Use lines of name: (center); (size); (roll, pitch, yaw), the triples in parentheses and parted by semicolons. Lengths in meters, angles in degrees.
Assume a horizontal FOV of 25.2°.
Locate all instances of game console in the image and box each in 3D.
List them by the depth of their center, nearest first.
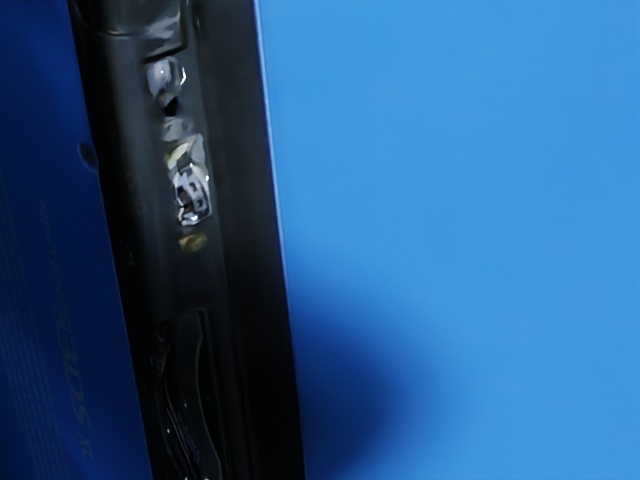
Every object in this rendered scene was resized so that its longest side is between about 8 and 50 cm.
game console: (0.000, 0.000, 0.443); (0.250, 0.173, 0.293); (30, 135, 43)
